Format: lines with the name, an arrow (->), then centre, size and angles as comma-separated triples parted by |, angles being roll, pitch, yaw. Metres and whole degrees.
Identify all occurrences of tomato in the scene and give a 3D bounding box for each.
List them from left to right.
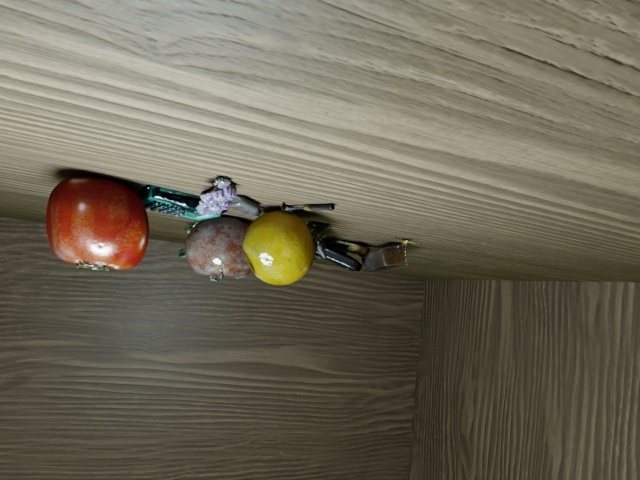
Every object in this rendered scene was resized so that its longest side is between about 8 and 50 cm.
tomato -> -0.707, -0.050, 1.326 | 0.293, 0.290, 0.325 | 9, 171, -29
tomato -> -0.417, 0.041, 1.777 | 0.316, 0.282, 0.317 | 4, 175, 0

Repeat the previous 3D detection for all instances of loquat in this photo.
loquat -> -0.135, 0.022, 1.459 | 0.275, 0.275, 0.275 | 7, 173, 1

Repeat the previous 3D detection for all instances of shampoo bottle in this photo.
shampoo bottle -> -0.247, -0.112, 1.374 | 0.080, 0.040, 0.165 | 3, 171, 21

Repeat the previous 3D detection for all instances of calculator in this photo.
calculator -> -0.501, -0.124, 1.468 | 0.274, 0.058, 0.248 | 14, 169, -36

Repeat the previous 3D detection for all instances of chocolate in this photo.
chocolate -> 0.297, 0.090, 2.001 | 0.112, 0.112, 0.321 | -6, 173, -16

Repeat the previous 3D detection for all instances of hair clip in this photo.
hair clip -> -0.309, -0.129, 1.220 | 0.106, 0.084, 0.292 | -9, 176, -27
hair clip -> 0.001, 0.002, 1.772 | 0.110, 0.095, 0.359 | 37, 168, 10

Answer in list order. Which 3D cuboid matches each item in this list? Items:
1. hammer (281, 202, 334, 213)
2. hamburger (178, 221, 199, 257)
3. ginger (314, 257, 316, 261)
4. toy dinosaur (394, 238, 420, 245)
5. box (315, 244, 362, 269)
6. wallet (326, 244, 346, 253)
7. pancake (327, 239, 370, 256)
hammer -> -0.043, -0.104, 1.317 | 0.201, 0.021, 0.078 | 1, 171, 37
hamburger -> -0.605, -0.021, 2.117 | 0.276, 0.150, 0.260 | -18, -174, 9
ginger -> -0.166, 0.052, 2.144 | 0.354, 0.190, 0.126 | 15, -147, -31
toy dinosaur -> 0.368, 0.008, 1.764 | 0.113, 0.026, 0.041 | 13, 160, 27
box -> 0.070, 0.080, 2.085 | 0.289, 0.073, 0.290 | 24, 178, 10
wallet -> 0.024, 0.062, 2.331 | 0.250, 0.075, 0.176 | 6, 172, 8
pancake -> 0.166, 0.043, 2.101 | 0.257, 0.056, 0.212 | 11, 176, -26
